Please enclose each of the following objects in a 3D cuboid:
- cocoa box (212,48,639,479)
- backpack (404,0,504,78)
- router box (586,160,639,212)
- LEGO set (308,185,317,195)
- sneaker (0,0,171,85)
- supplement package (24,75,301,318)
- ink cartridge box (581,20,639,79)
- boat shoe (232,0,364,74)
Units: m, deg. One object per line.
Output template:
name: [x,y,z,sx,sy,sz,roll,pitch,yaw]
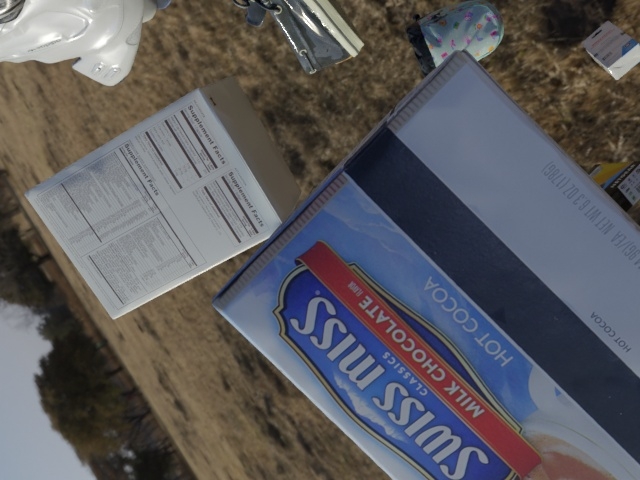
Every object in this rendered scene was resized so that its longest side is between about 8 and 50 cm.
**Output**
cocoa box: [0.140,0.060,0.493,0.347,0.228,0.231,45,-163,-2]
backpack: [0.279,-0.408,1.303,0.151,0.182,0.115,62,-163,-22]
router box: [0.444,-0.053,1.062,0.046,0.179,0.133,46,175,-9]
LEGO set: [0.000,0.000,0.900,0.183,0.244,0.060,-22,132,40]
sneaker: [-0.334,-0.218,0.680,0.210,0.366,0.137,26,-144,-64]
supplement package: [-0.194,-0.065,0.867,0.198,0.263,0.199,59,-167,-14]
ink cartridge box: [0.403,-0.264,0.887,0.028,0.048,0.083,34,-153,-32]
boat shoe: [-0.107,-0.498,1.233,0.500,0.156,0.186,37,-153,-44]
